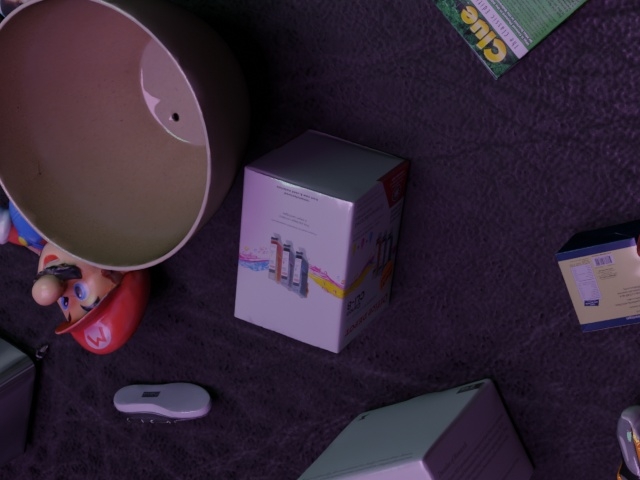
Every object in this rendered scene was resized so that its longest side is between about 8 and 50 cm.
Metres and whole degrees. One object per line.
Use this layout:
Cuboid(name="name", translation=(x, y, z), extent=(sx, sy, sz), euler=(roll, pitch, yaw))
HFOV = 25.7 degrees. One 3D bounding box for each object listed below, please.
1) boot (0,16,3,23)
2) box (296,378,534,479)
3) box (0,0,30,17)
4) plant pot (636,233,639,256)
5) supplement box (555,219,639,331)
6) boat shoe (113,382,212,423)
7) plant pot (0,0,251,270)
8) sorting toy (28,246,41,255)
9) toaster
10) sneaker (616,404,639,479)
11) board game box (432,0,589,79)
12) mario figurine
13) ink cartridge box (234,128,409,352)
Cuboid(name="boot", translation=(-0.499, -0.309, 1.619), extent=(0.262, 0.095, 0.203), euler=(-5, 109, 31))
Cuboid(name="box", translation=(0.096, 0.250, 1.462), extent=(0.181, 0.182, 0.119), euler=(-20, 100, 36))
Cuboid(name="box", translation=(-0.252, -0.313, 1.492), extent=(0.100, 0.060, 0.244), euler=(42, 126, 9))
Cuboid(name="plant pot", translation=(0.420, -0.049, 1.102), extent=(0.243, 0.275, 0.275), euler=(29, 124, 5))
Cuboid(name="supplement box", translation=(0.281, 0.033, 1.331), extent=(0.083, 0.056, 0.083), euler=(-13, 104, 35))
Cuboid(name="boat shoe", translation=(-0.186, 0.201, 1.698), extent=(0.142, 0.049, 0.040), euler=(0, 130, 32))
Cuboid(name="plant pot", translation=(-0.181, -0.134, 1.449), extent=(0.284, 0.191, 0.284), euler=(12, 117, 26))
Cuboid(name="sorting toy", translation=(-0.355, -0.028, 1.712), extent=(0.062, 0.012, 0.083), euler=(33, 128, 20))
Cuboid(name="toaster", translation=(-0.459, 0.193, 1.814), extent=(0.168, 0.110, 0.185), euler=(26, 122, 18))
Cuboid(name="sneaker", translation=(0.326, 0.264, 1.395), extent=(0.083, 0.084, 0.215), euler=(-8, 108, 38))
Cuboid(name="board game box", translation=(0.130, -0.289, 1.294), extent=(0.136, 0.030, 0.259), euler=(-40, 88, 35))
Cuboid(name="mario figurine", translation=(-0.312, -0.015, 1.588), extent=(0.320, 0.170, 0.198), euler=(61, 166, 3))
Cuboid(name="ink cartridge box", translation=(0.000, 0.000, 1.440), extent=(0.127, 0.128, 0.176), euler=(19, 121, 22))
